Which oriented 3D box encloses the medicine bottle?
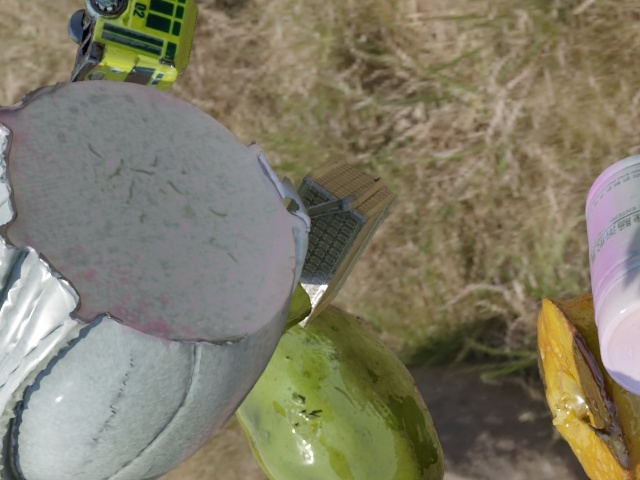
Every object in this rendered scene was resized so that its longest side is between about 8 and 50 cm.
[{"bbox_3d":[0.365,0.034,1.424,0.152,0.254,0.152,4,126,5],"label":"medicine bottle"}]

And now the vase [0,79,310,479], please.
[{"bbox_3d":[-0.199,0.095,0.884,0.445,0.250,0.250,-46,69,42],"label":"vase"}]

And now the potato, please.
[{"bbox_3d":[0.020,0.217,1.628,0.304,0.216,0.216,51,134,5],"label":"potato"}]

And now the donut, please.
[{"bbox_3d":[0.335,0.179,1.609,0.253,0.118,0.253,156,90,-81],"label":"donut"}]

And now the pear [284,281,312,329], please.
[{"bbox_3d":[-0.129,0.034,1.252,0.239,0.139,0.288,33,169,-15],"label":"pear"}]

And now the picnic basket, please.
[{"bbox_3d":[0.000,0.000,1.399,0.079,0.115,0.164,34,113,8],"label":"picnic basket"}]

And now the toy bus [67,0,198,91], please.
[{"bbox_3d":[-0.229,-0.315,1.695,0.128,0.150,0.262,153,128,-65],"label":"toy bus"}]
